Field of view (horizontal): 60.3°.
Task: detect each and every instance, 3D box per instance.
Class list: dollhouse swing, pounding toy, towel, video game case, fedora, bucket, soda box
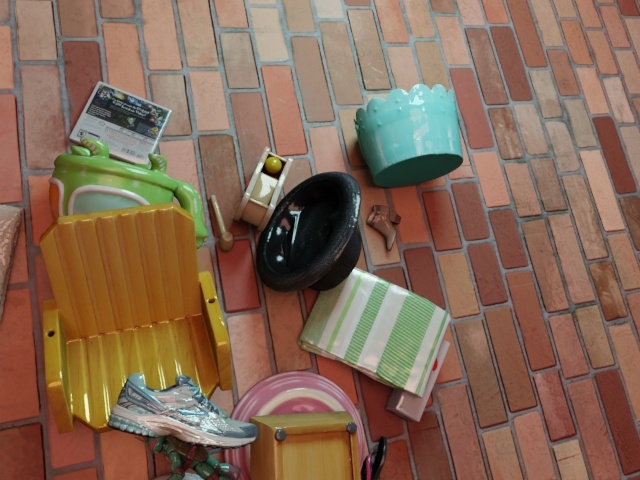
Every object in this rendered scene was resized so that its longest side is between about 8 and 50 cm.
[{"bbox_3d":[-0.369,0.148,1.096,0.347,0.305,0.315,-9,50,-20],"label":"dollhouse swing"},{"bbox_3d":[-0.181,-0.112,1.333,0.155,0.154,0.269,24,68,-9],"label":"pounding toy"},{"bbox_3d":[0.137,0.215,1.357,0.325,0.038,0.247,23,67,9],"label":"towel"},{"bbox_3d":[-0.490,-0.285,1.361,0.191,0.022,0.173,21,70,-10],"label":"video game case"},{"bbox_3d":[0.000,0.000,1.336,0.152,0.334,0.334,43,62,-39],"label":"fedora"},{"bbox_3d":[-0.757,0.048,1.167,0.187,0.049,0.282,8,71,-16],"label":"towel"},{"bbox_3d":[0.237,-0.264,1.450,0.281,0.281,0.183,-6,77,-19],"label":"bucket"},{"bbox_3d":[0.243,0.337,1.374,0.069,0.074,0.216,30,68,-6],"label":"soda box"}]

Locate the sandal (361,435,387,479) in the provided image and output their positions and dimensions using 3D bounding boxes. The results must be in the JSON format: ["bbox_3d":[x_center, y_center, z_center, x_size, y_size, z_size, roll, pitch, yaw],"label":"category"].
[{"bbox_3d":[0.112,0.541,1.281,0.040,0.067,0.179,24,71,3],"label":"sandal"}]

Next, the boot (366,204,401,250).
[{"bbox_3d":[0.165,-0.038,1.484,0.087,0.042,0.118,20,68,-4],"label":"boot"}]

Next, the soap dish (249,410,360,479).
[{"bbox_3d":[-0.022,0.498,1.111,0.229,0.118,0.290,5,68,-24],"label":"soap dish"}]

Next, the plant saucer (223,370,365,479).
[{"bbox_3d":[-0.049,0.463,1.242,0.332,0.084,0.332,5,73,-15],"label":"plant saucer"}]

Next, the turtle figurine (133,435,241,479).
[{"bbox_3d":[-0.276,0.451,1.111,0.234,0.175,0.118,27,102,-6],"label":"turtle figurine"}]

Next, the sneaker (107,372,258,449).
[{"bbox_3d":[-0.248,0.324,1.054,0.283,0.110,0.122,17,70,-17],"label":"sneaker"}]

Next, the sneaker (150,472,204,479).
[{"bbox_3d":[-0.224,0.569,1.132,0.297,0.129,0.111,29,69,-6],"label":"sneaker"}]

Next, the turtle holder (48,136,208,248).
[{"bbox_3d":[-0.434,-0.076,1.226,0.320,0.243,0.227,16,82,-50],"label":"turtle holder"}]
